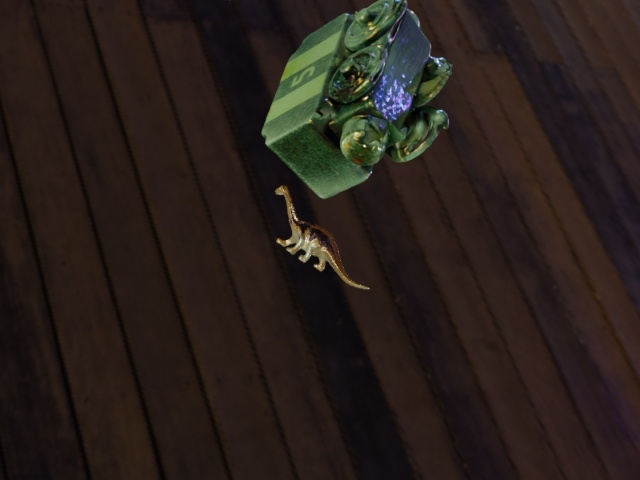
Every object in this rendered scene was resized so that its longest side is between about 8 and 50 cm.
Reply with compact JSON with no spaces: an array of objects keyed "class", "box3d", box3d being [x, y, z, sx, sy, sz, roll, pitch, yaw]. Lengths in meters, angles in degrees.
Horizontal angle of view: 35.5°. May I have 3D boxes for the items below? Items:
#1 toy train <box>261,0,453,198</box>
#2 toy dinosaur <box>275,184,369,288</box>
[{"class":"toy train","box3d":[0.053,-0.202,1.403,0.167,0.238,0.299,45,41,-27]},{"class":"toy dinosaur","box3d":[-0.011,0.010,1.240,0.180,0.058,0.037,47,16,13]}]
